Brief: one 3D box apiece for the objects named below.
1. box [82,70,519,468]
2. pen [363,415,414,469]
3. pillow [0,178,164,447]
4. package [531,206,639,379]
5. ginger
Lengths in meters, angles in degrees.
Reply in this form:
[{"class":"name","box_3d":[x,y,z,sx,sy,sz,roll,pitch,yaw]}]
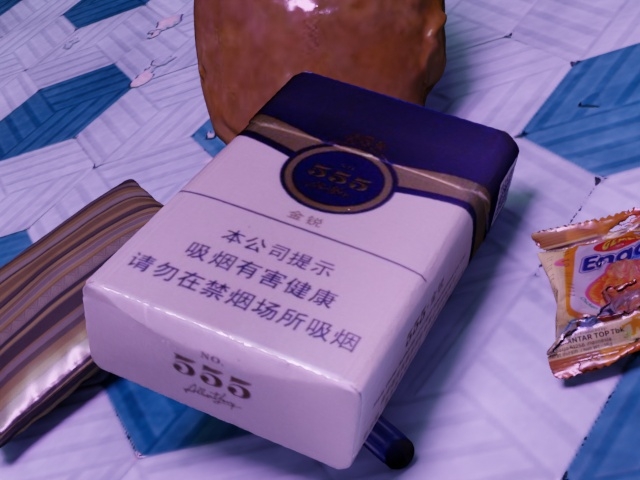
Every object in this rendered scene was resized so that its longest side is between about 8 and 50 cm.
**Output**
[{"class":"box","box_3d":[0.000,0.000,0.642,0.168,0.071,0.259,19,43,17]},{"class":"pen","box_3d":[-0.007,0.081,0.648,0.025,0.025,0.204,-36,34,-15]},{"class":"pillow","box_3d":[-0.187,0.043,0.805,0.208,0.052,0.212,-38,31,-14]},{"class":"package","box_3d":[0.175,0.020,0.597,0.108,0.031,0.120,-16,33,16]},{"class":"ginger","box_3d":[-0.002,-0.184,0.852,0.200,0.223,0.269,-15,31,11]}]
